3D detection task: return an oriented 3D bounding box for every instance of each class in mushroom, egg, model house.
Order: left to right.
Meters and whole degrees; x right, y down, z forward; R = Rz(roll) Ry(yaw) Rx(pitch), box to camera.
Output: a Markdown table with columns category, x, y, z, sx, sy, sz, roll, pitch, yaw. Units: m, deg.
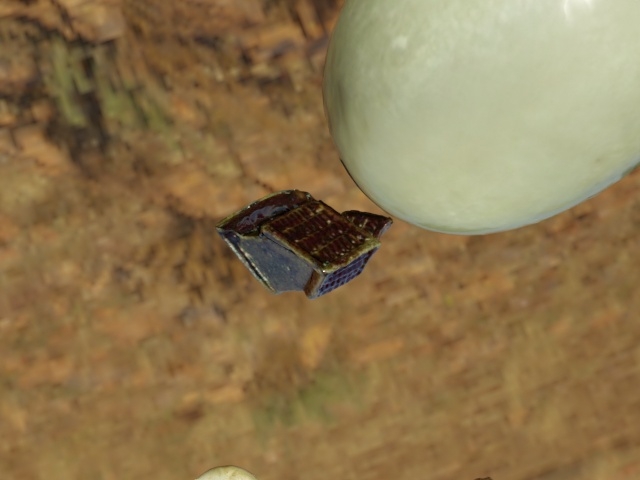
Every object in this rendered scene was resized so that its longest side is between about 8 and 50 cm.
| category | x | y | z | sx | sy | sz | roll | pitch | yaw |
| --- | --- | --- | --- | --- | --- | --- | --- | --- | --- |
| mushroom | -0.094 | 0.267 | 1.735 | 0.083 | 0.083 | 0.067 | -22 | -160 | 9 |
| model house | 0.005 | -0.003 | 1.815 | 0.165 | 0.106 | 0.152 | -32 | -161 | -31 |
| egg | 0.156 | -0.155 | 1.298 | 0.352 | 0.258 | 0.258 | -47 | 155 | 24 |

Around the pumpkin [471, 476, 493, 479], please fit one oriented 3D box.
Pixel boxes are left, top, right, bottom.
| category | x | y | z | sx | sy | sz | roll | pitch | yaw |
| --- | --- | --- | --- | --- | --- | --- | --- | --- | --- |
| pumpkin | 0.085 | 0.365 | 1.956 | 0.222 | 0.139 | 0.317 | -12 | 173 | -39 |
